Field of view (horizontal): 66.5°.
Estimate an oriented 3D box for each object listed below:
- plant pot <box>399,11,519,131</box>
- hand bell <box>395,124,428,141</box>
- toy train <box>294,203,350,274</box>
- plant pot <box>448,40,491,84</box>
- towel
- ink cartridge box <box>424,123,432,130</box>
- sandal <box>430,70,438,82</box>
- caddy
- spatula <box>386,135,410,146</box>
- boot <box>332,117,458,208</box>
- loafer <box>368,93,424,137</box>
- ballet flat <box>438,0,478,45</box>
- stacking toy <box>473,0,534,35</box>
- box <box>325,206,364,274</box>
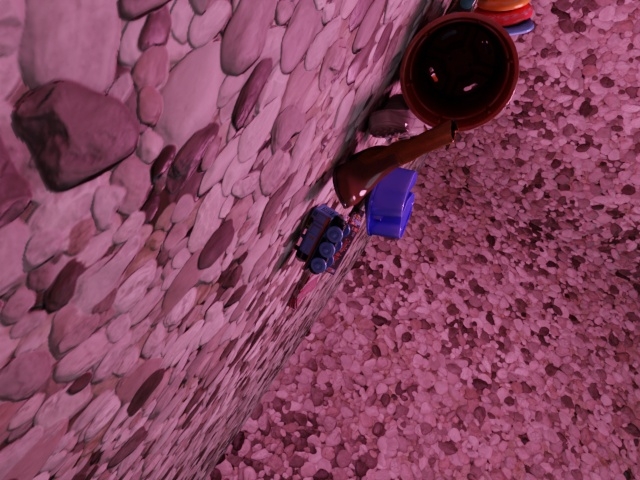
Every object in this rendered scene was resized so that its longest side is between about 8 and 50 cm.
[{"bbox_3d":[0.357,-0.448,1.264,0.272,0.273,0.265,-63,178,31],"label":"plant pot"},{"bbox_3d":[0.288,-0.341,1.787,0.126,0.126,0.242,-55,-176,-17],"label":"hand bell"},{"bbox_3d":[0.000,0.000,1.254,0.184,0.105,0.080,-63,167,25],"label":"toy train"},{"bbox_3d":[0.568,-0.703,1.774,0.188,0.188,0.166,112,1,-47],"label":"plant pot"},{"bbox_3d":[-0.001,0.078,1.758,0.328,0.037,0.237,-63,171,27],"label":"towel"},{"bbox_3d":[0.376,-0.447,1.735,0.135,0.056,0.099,138,-45,-70],"label":"ink cartridge box"},{"bbox_3d":[0.392,-0.522,1.638,0.265,0.102,0.076,-48,162,-45],"label":"sandal"},{"bbox_3d":[0.270,-0.160,1.975,0.341,0.179,0.241,-61,157,-44],"label":"caddy"},{"bbox_3d":[0.162,-0.218,1.401,0.168,0.019,0.242,-58,-167,-7],"label":"spatula"},{"bbox_3d":[0.184,-0.182,1.157,0.281,0.096,0.264,-15,-163,31],"label":"boot"},{"bbox_3d":[0.199,-0.330,1.289,0.319,0.112,0.111,-27,111,-65],"label":"loafer"},{"bbox_3d":[0.389,-0.636,1.349,0.206,0.073,0.067,-59,-174,33],"label":"ballet flat"},{"bbox_3d":[0.496,-0.719,1.323,0.175,0.166,0.301,-85,166,-50],"label":"stacking toy"},{"bbox_3d":[0.094,0.002,1.893,0.233,0.044,0.159,-63,-179,28],"label":"box"}]
